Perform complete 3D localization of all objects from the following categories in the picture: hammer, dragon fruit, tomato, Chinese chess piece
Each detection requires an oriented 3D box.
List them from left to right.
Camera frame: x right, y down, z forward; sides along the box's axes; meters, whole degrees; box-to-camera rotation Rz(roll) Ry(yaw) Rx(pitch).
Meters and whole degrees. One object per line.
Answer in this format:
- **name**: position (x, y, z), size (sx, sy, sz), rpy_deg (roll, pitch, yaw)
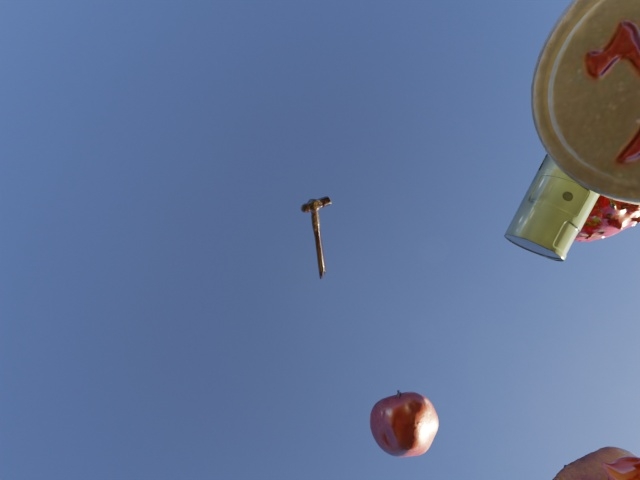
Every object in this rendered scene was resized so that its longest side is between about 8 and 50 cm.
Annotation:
- **hammer**: position (0.000, 0.000, 0.794), size (0.065, 0.021, 0.178), rpy_deg (-26, -57, -30)
- **tomato**: position (0.225, 0.477, 1.056), size (0.187, 0.187, 0.151), rpy_deg (-9, -133, -4)
- **dragon fruit**: position (0.644, -0.091, 0.980), size (0.205, 0.268, 0.209), rpy_deg (6, -121, -20)
- **Chinese chess piece**: position (0.464, -0.213, 0.535), size (0.141, 0.338, 0.337), rpy_deg (-22, -91, -36)

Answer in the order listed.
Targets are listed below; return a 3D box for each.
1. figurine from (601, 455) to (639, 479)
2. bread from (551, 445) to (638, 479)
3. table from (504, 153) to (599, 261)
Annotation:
- **figurine**: position (0.420, 0.326, 0.515), size (0.140, 0.075, 0.068), rpy_deg (43, -138, -7)
- **bread**: position (0.605, 0.583, 0.836), size (0.313, 0.172, 0.311), rpy_deg (-6, -69, -15)
- **table**: position (0.495, -0.081, 0.847), size (0.127, 0.126, 0.219), rpy_deg (27, -88, -2)
